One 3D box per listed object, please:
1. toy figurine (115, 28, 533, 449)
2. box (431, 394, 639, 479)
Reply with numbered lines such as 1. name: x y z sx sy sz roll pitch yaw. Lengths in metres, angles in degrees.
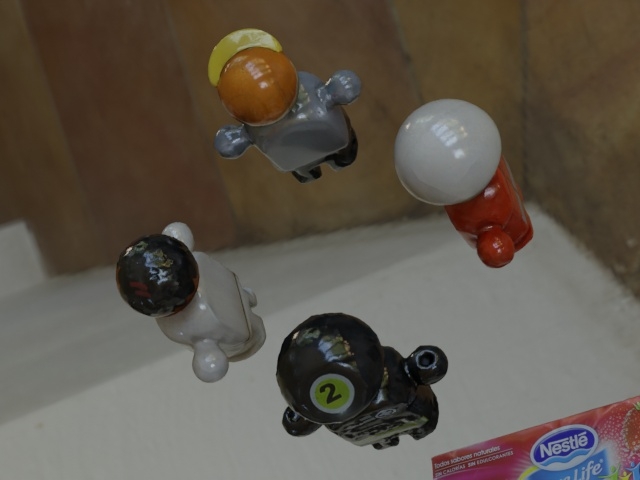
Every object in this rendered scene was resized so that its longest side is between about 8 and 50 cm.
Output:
1. toy figurine: 0.000 0.000 0.819 0.209 0.213 0.148 26 174 28
2. box: 0.235 0.223 1.183 0.256 0.128 0.123 -22 54 29
